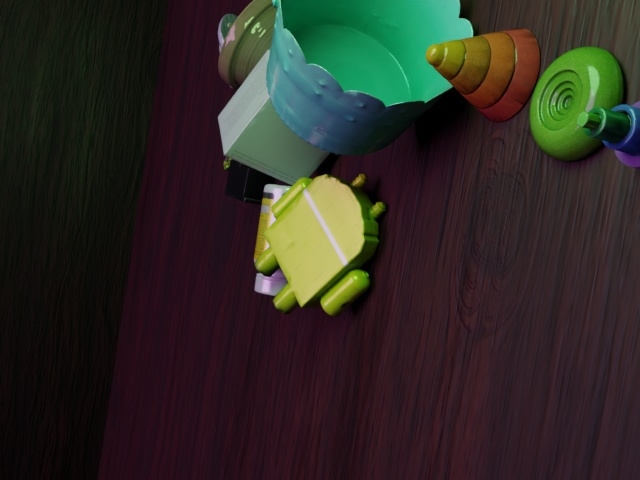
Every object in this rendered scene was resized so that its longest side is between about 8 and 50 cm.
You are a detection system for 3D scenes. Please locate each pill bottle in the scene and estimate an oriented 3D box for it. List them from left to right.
[{"bbox_3d":[-0.065,0.002,1.378,0.119,0.119,0.208,-169,88,-66],"label":"pill bottle"}]

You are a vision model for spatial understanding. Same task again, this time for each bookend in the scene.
[{"bbox_3d":[-0.159,-0.170,1.694,0.156,0.072,0.157,21,101,64],"label":"bookend"}]

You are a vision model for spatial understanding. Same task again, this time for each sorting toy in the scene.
[{"bbox_3d":[0.226,-0.168,0.788,0.365,0.126,0.127,-127,50,-58],"label":"sorting toy"}]

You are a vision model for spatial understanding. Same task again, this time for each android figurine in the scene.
[{"bbox_3d":[0.000,0.000,1.227,0.273,0.056,0.248,-45,59,26],"label":"android figurine"}]

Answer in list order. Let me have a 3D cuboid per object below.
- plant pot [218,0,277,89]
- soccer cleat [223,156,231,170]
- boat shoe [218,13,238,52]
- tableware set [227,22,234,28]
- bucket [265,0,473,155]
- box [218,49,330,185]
[{"bbox_3d":[-0.099,-0.406,1.529,0.110,0.237,0.237,40,130,14],"label":"plant pot"},{"bbox_3d":[-0.215,-0.227,1.853,0.179,0.060,0.072,168,109,-67],"label":"soccer cleat"},{"bbox_3d":[-0.254,-0.530,1.999,0.076,0.083,0.226,-46,44,51],"label":"boat shoe"},{"bbox_3d":[-0.142,-0.436,1.640,0.039,0.194,0.128,23,118,29],"label":"tableware set"},{"bbox_3d":[0.056,-0.269,1.023,0.183,0.281,0.281,130,142,-64],"label":"bucket"},{"bbox_3d":[-0.068,-0.223,1.338,0.182,0.181,0.119,-46,39,29],"label":"box"}]
